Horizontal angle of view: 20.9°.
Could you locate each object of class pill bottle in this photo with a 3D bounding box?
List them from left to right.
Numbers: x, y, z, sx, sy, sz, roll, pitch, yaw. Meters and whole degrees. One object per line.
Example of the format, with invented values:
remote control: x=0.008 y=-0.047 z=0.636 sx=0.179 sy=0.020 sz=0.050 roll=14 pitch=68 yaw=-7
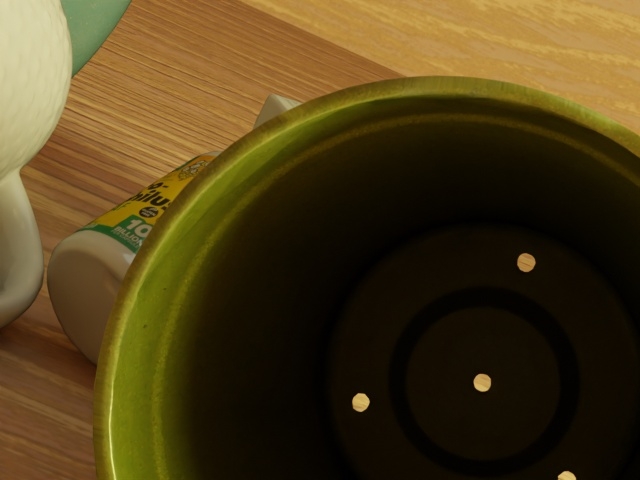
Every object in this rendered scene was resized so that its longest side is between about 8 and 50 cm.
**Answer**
pill bottle: x=-0.089 y=0.005 z=1.277 sx=0.118 sy=0.117 sz=0.208 roll=34 pitch=46 yaw=24

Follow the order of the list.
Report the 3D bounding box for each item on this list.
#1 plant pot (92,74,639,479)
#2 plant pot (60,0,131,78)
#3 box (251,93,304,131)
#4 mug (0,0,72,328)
plant pot: x=0.087 y=0.101 z=1.066 sx=0.366 sy=0.366 sz=0.353 roll=29 pitch=4 yaw=9
plant pot: x=-0.334 y=-0.204 z=1.553 sx=0.290 sy=0.195 sz=0.290 roll=25 pitch=16 yaw=-8
box: x=0.000 y=0.000 z=1.462 sx=0.119 sy=0.181 sz=0.181 roll=16 pitch=19 yaw=-29
mug: x=-0.312 y=-0.100 z=1.210 sx=0.374 sy=0.276 sz=0.328 roll=64 pitch=20 yaw=14
